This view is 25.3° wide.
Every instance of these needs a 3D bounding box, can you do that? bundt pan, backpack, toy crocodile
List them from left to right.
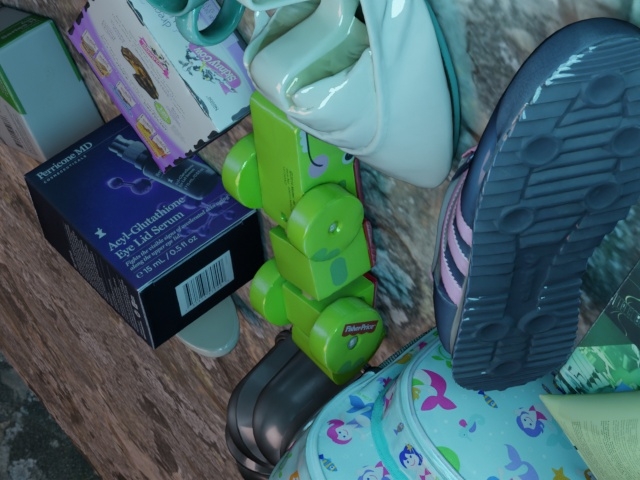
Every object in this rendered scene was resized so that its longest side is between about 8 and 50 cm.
[{"bbox_3d":[0.000,0.000,1.218,0.115,0.105,0.340,35,147,40],"label":"toy crocodile"},{"bbox_3d":[0.015,0.258,1.530,0.331,0.124,0.331,44,158,24],"label":"bundt pan"},{"bbox_3d":[0.094,0.189,1.089,0.225,0.253,0.191,49,138,13],"label":"backpack"}]

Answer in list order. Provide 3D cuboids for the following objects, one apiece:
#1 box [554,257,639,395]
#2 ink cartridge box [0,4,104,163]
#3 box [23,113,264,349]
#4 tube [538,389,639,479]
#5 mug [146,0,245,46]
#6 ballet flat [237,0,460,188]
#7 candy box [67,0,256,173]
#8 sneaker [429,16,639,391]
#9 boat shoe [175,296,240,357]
[{"bbox_3d":[0.272,0.098,0.844,0.232,0.058,0.322,47,157,16],"label":"box"},{"bbox_3d":[-0.359,-0.188,1.664,0.208,0.087,0.153,24,144,50],"label":"ink cartridge box"},{"bbox_3d":[-0.180,-0.018,1.468,0.207,0.153,0.108,40,155,28],"label":"box"},{"bbox_3d":[0.203,0.124,0.885,0.240,0.062,0.070,137,140,-74],"label":"tube"},{"bbox_3d":[-0.096,-0.235,1.040,0.129,0.097,0.157,46,158,17],"label":"mug"},{"bbox_3d":[-0.001,-0.162,0.912,0.139,0.139,0.400,38,154,35],"label":"ballet flat"},{"bbox_3d":[-0.137,-0.160,1.275,0.164,0.070,0.196,56,159,-5],"label":"candy box"},{"bbox_3d":[0.122,-0.039,0.894,0.319,0.112,0.131,104,158,-50],"label":"sneaker"},{"bbox_3d":[-0.160,0.068,1.679,0.227,0.079,0.081,43,166,37],"label":"boat shoe"}]
